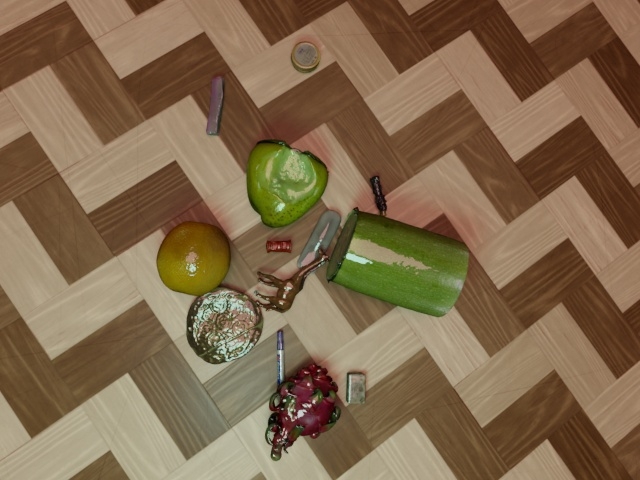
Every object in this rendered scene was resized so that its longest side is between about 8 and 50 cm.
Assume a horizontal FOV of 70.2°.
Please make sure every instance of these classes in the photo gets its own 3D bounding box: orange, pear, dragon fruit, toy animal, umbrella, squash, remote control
[{"bbox_3d":[-0.386,0.056,1.399,0.236,0.236,0.236,1,83,-6],"label":"orange"},{"bbox_3d":[-0.131,-0.173,1.482,0.293,0.159,0.292,0,86,-5],"label":"pear"},{"bbox_3d":[-0.066,0.516,1.402,0.273,0.218,0.198,-28,42,-4],"label":"dragon fruit"},{"bbox_3d":[-0.093,0.128,1.489,0.230,0.066,0.224,6,84,5],"label":"toy animal"},{"bbox_3d":[0.204,-0.153,1.573,0.040,0.037,0.143,-15,84,14],"label":"umbrella"},{"bbox_3d":[0.237,0.068,1.441,0.385,0.263,0.263,18,82,-3],"label":"squash"},{"bbox_3d":[0.000,0.000,1.531,0.073,0.044,0.229,28,82,-5],"label":"remote control"}]

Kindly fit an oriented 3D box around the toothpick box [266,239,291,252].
[{"bbox_3d":[-0.139,0.020,1.512,0.083,0.047,0.047,-1,84,-6],"label":"toothpick box"}]

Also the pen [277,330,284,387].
[{"bbox_3d":[-0.130,0.397,1.481,0.025,0.025,0.204,-1,83,-6],"label":"pen"}]

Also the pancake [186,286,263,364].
[{"bbox_3d":[-0.313,0.270,1.467,0.250,0.031,0.250,0,86,-4],"label":"pancake"}]

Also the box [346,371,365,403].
[{"bbox_3d":[0.115,0.482,1.488,0.062,0.045,0.098,1,82,-7],"label":"box"}]

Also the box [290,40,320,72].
[{"bbox_3d":[-0.052,-0.645,1.603,0.106,0.037,0.105,1,83,-5],"label":"box"}]

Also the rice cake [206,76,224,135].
[{"bbox_3d":[-0.356,-0.458,1.549,0.047,0.036,0.206,7,84,-1],"label":"rice cake"}]
